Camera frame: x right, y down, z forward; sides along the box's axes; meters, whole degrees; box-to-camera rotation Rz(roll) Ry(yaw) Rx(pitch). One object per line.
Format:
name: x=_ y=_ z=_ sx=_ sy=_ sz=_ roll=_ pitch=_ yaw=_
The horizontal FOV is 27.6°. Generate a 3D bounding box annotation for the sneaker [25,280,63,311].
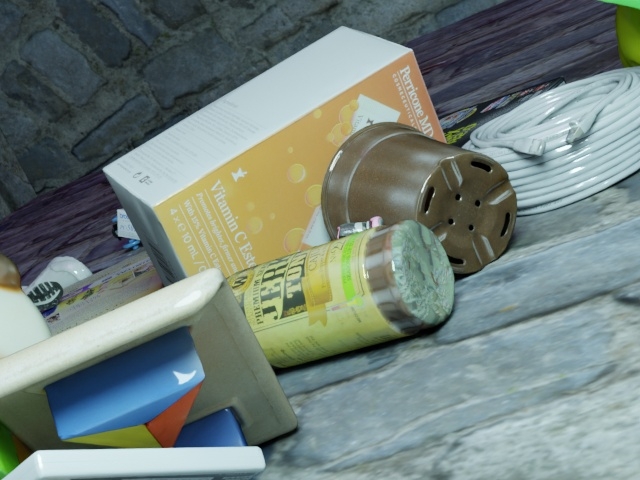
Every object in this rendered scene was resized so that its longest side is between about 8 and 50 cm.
sneaker: x=-0.421 y=0.092 z=1.873 sx=0.109 sy=0.040 sz=0.043 roll=-32 pitch=11 yaw=-27

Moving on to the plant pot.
plant pot: x=0.112 y=-0.037 z=1.379 sx=0.167 sy=0.167 sz=0.165 roll=-31 pitch=21 yaw=-21

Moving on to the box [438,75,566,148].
box: x=0.196 y=-0.122 z=1.754 sx=0.216 sy=0.060 sz=0.270 roll=-14 pitch=17 yaw=42

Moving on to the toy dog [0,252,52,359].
toy dog: x=-0.402 y=0.183 z=1.198 sx=0.395 sy=0.285 sz=0.408 roll=12 pitch=-36 yaw=-42

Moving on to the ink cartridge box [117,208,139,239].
ink cartridge box: x=-0.201 y=-0.021 z=1.972 sx=0.207 sy=0.046 sz=0.097 roll=9 pitch=15 yaw=35

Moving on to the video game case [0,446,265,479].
video game case: x=-0.162 y=0.192 z=0.932 sx=0.190 sy=0.022 sz=0.173 roll=7 pitch=-35 yaw=-43

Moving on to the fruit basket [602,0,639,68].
fruit basket: x=0.439 y=-0.287 z=1.486 sx=0.392 sy=0.392 sz=0.283 roll=-21 pitch=30 yaw=22

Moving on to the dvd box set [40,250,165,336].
dvd box set: x=-0.337 y=0.124 z=1.812 sx=0.307 sy=0.062 sz=0.420 roll=-26 pitch=12 yaw=1

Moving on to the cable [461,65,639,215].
cable: x=0.286 y=-0.119 z=1.497 sx=0.257 sy=0.089 sz=0.257 roll=-31 pitch=12 yaw=-24

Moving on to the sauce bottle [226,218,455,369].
sauce bottle: x=-0.036 y=0.073 z=1.300 sx=0.344 sy=0.111 sz=0.111 roll=-19 pitch=14 yaw=32

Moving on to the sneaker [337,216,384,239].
sneaker: x=0.038 y=0.025 z=1.333 sx=0.057 sy=0.119 sz=0.047 roll=-4 pitch=39 yaw=-1

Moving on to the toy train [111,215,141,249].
toy train: x=-0.303 y=-0.042 z=2.401 sx=0.184 sy=0.080 sz=0.105 roll=-16 pitch=10 yaw=38

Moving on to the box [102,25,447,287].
box: x=-0.036 y=-0.063 z=1.503 sx=0.345 sy=0.215 sz=0.168 roll=-33 pitch=30 yaw=-15

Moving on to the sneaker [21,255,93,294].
sneaker: x=-0.448 y=0.109 z=2.068 sx=0.232 sy=0.090 sz=0.115 roll=-33 pitch=15 yaw=36

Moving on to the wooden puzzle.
wooden puzzle: x=-0.182 y=0.170 z=0.993 sx=0.322 sy=0.081 sz=0.348 roll=-24 pitch=-25 yaw=-2
